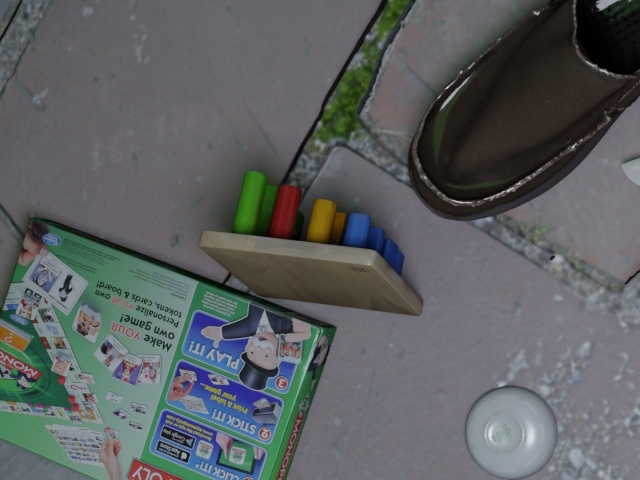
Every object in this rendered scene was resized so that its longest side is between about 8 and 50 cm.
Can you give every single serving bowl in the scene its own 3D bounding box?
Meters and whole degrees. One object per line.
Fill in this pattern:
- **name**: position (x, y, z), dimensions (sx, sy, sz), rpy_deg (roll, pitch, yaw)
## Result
- **serving bowl**: position (0.165, 0.170, 1.638), dimensions (0.083, 0.027, 0.083), rpy_deg (-1, 87, 21)

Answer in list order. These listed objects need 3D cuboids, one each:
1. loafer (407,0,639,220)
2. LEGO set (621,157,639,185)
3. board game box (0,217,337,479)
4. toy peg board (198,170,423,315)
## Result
- **loafer**: position (0.212, -0.157, 1.582), dimensions (0.366, 0.130, 0.134), rpy_deg (-41, 75, 14)
- **LEGO set**: position (0.365, -0.060, 1.545), dimensions (0.227, 0.087, 0.093), rpy_deg (-20, 81, 19)
- **board game box**: position (-0.164, 0.128, 1.751), dimensions (0.317, 0.046, 0.213), rpy_deg (20, 95, 20)
- **toy peg board**: position (0.000, 0.000, 1.645), dimensions (0.161, 0.161, 0.079), rpy_deg (6, 75, 20)
